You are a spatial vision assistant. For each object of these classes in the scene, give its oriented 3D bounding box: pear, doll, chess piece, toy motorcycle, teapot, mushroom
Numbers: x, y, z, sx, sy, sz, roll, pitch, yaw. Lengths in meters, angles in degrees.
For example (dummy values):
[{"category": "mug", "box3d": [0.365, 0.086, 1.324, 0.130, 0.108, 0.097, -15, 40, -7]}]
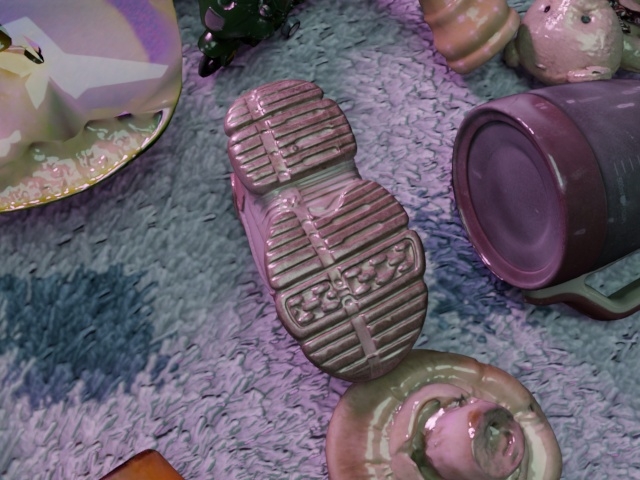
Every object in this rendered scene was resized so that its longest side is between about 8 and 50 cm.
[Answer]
[{"category": "pear", "box3d": [-0.368, -0.201, 0.994, 0.399, 0.165, 0.398, 3, 79, -15]}, {"category": "doll", "box3d": [0.401, -0.310, 1.170, 0.278, 0.149, 0.175, -27, 35, -26]}, {"category": "chess piece", "box3d": [0.097, -0.395, 1.074, 0.397, 0.117, 0.117, 45, 71, -21]}, {"category": "toy motorcycle", "box3d": [-0.065, -0.332, 1.081, 0.125, 0.187, 0.274, 39, 69, 5]}, {"category": "teapot", "box3d": [0.363, -0.051, 1.055, 0.312, 0.233, 0.314, -17, 105, -18]}, {"category": "mushroom", "box3d": [0.143, 0.236, 0.911, 0.260, 0.234, 0.253, -16, 79, -13]}]

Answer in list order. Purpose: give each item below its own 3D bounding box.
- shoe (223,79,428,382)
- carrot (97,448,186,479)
[{"category": "shoe", "box3d": [0.003, 0.000, 0.980, 0.172, 0.198, 0.350, -15, 72, -10]}, {"category": "carrot", "box3d": [-0.137, 0.385, 0.834, 0.224, 0.224, 0.340, -37, 78, -16]}]
